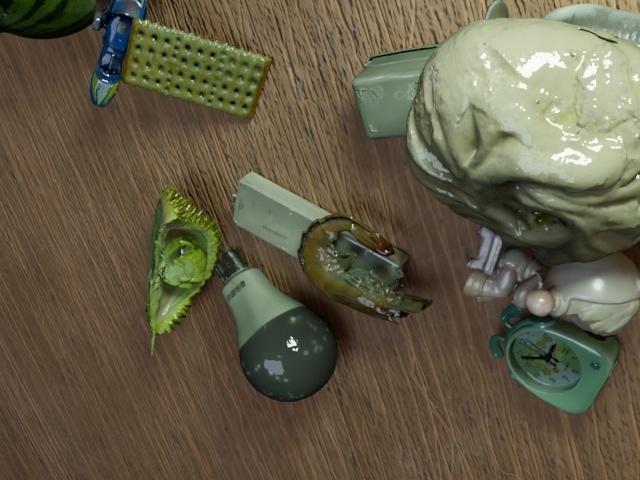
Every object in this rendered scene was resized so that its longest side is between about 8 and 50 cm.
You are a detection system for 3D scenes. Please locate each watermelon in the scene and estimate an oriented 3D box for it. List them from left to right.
[{"bbox_3d":[-0.504,-0.433,1.390,0.331,0.189,0.331,18,165,5],"label":"watermelon"}]

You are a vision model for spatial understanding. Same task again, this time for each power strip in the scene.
[{"bbox_3d":[0.000,0.000,1.528,0.367,0.043,0.106,29,131,18],"label":"power strip"}]

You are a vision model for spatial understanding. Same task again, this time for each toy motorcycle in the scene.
[{"bbox_3d":[-0.338,-0.351,1.465,0.092,0.135,0.254,16,121,-18],"label":"toy motorcycle"}]

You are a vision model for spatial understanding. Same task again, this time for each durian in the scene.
[{"bbox_3d":[-0.296,0.036,1.680,0.157,0.169,0.355,28,130,16],"label":"durian"}]

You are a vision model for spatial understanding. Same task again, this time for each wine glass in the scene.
[{"bbox_3d":[0.316,-0.247,1.094,0.222,0.103,0.103,13,125,31],"label":"wine glass"}]

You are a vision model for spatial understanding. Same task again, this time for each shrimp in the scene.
[{"bbox_3d":[0.069,0.041,1.441,0.253,0.058,0.173,16,117,30],"label":"shrimp"}]

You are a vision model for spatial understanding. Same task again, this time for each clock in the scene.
[{"bbox_3d":[0.362,0.176,1.367,0.188,0.060,0.148,31,133,17],"label":"clock"}]

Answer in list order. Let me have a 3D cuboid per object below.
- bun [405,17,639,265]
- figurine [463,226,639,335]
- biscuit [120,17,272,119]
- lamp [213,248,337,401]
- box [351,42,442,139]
[{"bbox_3d":[0.275,-0.102,1.060,0.359,0.211,0.360,21,162,7],"label":"bun"},{"bbox_3d":[0.344,0.051,1.221,0.256,0.182,0.144,18,84,29],"label":"figurine"},{"bbox_3d":[-0.207,-0.282,1.437,0.231,0.016,0.139,16,134,-10],"label":"biscuit"},{"bbox_3d":[-0.110,0.169,1.631,0.314,0.182,0.182,37,134,18],"label":"lamp"},{"bbox_3d":[0.129,-0.209,1.260,0.172,0.093,0.124,-2,117,37],"label":"box"}]
